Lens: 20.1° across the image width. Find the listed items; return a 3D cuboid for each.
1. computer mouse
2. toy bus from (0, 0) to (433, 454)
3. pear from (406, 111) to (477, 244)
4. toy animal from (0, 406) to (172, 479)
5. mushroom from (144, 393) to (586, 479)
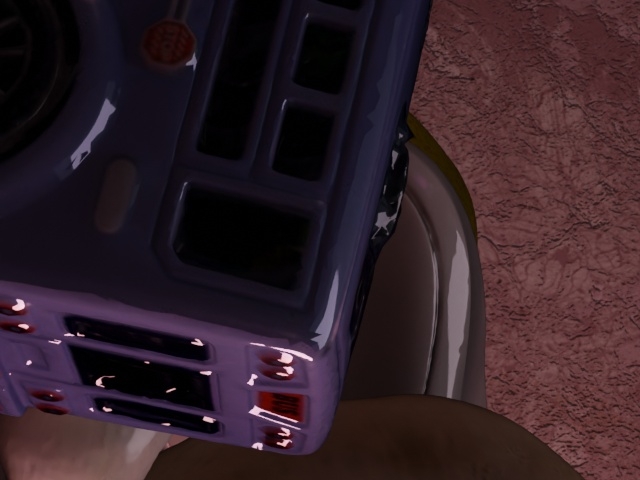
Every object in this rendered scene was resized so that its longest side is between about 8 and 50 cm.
[{"bbox_3d":[-0.006,0.081,0.893,0.121,0.184,0.297,-53,144,-44],"label":"computer mouse"},{"bbox_3d":[-0.023,-0.099,0.473,0.125,0.133,0.292,95,8,-69],"label":"toy bus"},{"bbox_3d":[-0.001,-0.001,1.063,0.198,0.198,0.198,12,90,-88],"label":"pear"},{"bbox_3d":[-0.082,0.060,0.629,0.085,0.071,0.124,-76,177,-61],"label":"toy animal"},{"bbox_3d":[0.023,0.204,0.675,0.336,0.314,0.314,153,-50,-75],"label":"mushroom"}]
